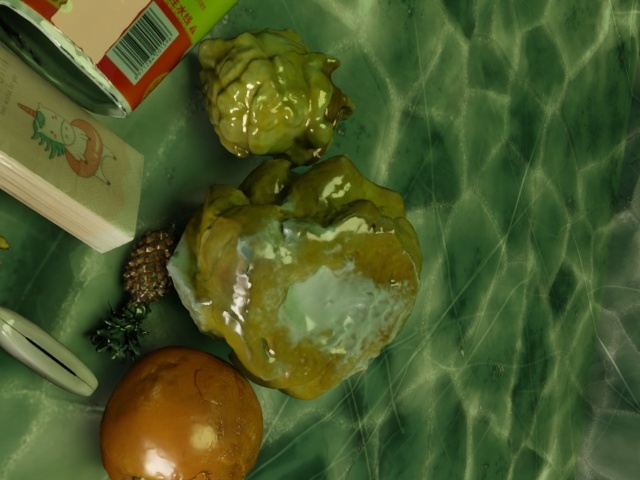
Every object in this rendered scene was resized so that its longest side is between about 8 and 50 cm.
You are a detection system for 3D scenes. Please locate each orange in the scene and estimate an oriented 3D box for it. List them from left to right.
[{"bbox_3d":[-0.203,0.277,0.991,0.240,0.240,0.240,-9,103,-44],"label":"orange"}]

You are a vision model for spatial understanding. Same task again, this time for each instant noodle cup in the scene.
[{"bbox_3d":[-0.246,-0.336,0.854,0.308,0.293,0.294,-56,131,-15],"label":"instant noodle cup"}]

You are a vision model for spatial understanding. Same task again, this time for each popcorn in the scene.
[{"bbox_3d":[-0.075,-0.231,1.057,0.195,0.254,0.256,-58,-175,27],"label":"popcorn"}]

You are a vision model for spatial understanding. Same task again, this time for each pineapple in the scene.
[{"bbox_3d":[-0.264,0.073,1.002,0.083,0.103,0.221,26,76,-10],"label":"pineapple"}]

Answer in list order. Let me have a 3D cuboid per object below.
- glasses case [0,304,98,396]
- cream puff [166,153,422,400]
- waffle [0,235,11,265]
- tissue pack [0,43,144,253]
[{"bbox_3d":[-0.378,0.150,0.911,0.193,0.074,0.049,52,57,-37],"label":"glasses case"},{"bbox_3d":[-0.040,0.030,1.033,0.378,0.275,0.379,-9,117,-19],"label":"cream puff"},{"bbox_3d":[-0.476,-0.002,0.771,0.197,0.070,0.193,54,43,-34],"label":"waffle"},{"bbox_3d":[-0.363,-0.133,0.836,0.325,0.071,0.170,42,32,-41],"label":"tissue pack"}]
